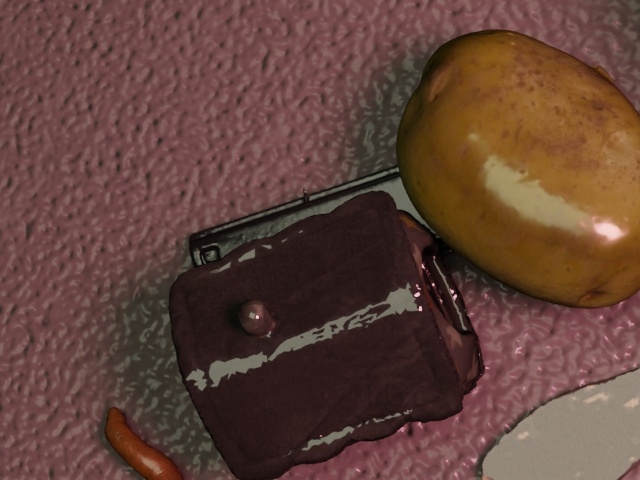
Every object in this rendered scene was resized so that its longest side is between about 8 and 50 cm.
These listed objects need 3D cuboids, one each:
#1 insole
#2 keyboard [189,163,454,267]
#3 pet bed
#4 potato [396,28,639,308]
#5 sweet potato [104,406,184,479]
[{"bbox_3d":[0.238,0.143,1.188,0.248,0.011,0.081,-28,75,8],"label":"insole"},{"bbox_3d":[0.000,0.000,1.280,0.230,0.025,0.094,-18,76,12],"label":"keyboard"},{"bbox_3d":[0.006,0.075,1.179,0.211,0.159,0.183,-22,83,13],"label":"pet bed"},{"bbox_3d":[0.167,-0.055,1.176,0.228,0.148,0.197,26,73,7],"label":"potato"},{"bbox_3d":[-0.132,0.211,1.270,0.044,0.044,0.179,-36,73,7],"label":"sweet potato"}]
